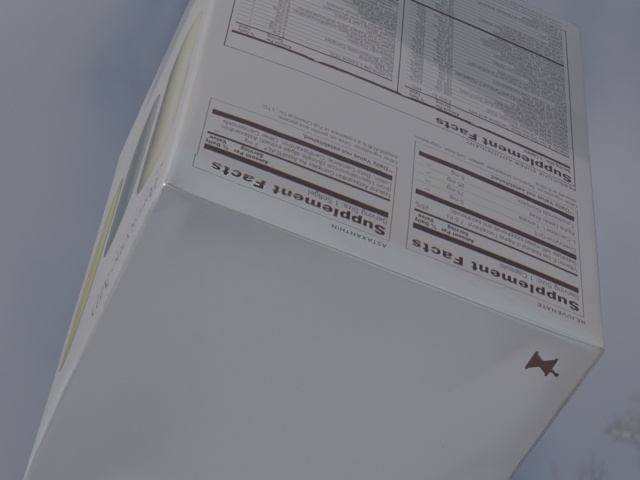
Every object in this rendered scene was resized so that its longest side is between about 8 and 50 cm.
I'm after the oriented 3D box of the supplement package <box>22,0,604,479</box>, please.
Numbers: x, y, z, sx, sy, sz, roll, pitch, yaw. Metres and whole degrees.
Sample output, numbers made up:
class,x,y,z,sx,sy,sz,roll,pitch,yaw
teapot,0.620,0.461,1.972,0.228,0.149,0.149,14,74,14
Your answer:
class,x,y,z,sx,sy,sz,roll,pitch,yaw
supplement package,0.000,0.000,0.827,0.198,0.262,0.199,21,-53,-11
